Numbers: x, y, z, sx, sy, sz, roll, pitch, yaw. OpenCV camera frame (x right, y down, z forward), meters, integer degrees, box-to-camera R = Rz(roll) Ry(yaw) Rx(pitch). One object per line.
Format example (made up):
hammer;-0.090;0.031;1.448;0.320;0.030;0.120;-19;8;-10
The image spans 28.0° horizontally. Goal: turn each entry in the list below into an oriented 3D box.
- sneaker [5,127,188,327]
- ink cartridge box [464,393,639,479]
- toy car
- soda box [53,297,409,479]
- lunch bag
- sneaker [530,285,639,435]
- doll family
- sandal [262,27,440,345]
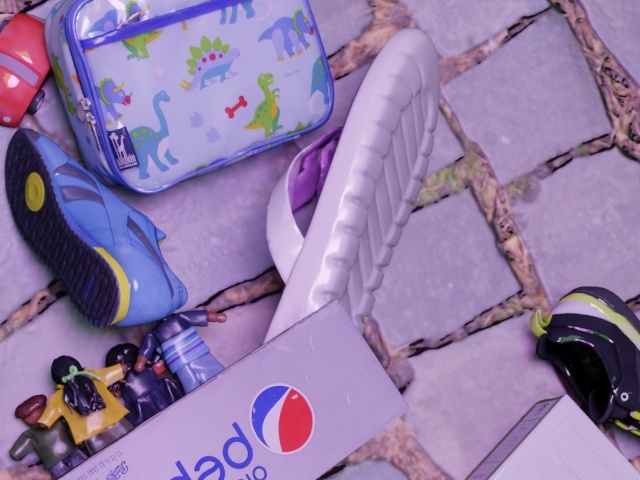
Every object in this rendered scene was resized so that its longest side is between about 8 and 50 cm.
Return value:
sneaker;-0.180;-0.011;1.018;0.082;0.069;0.209;-8;47;-43
ink cartridge box;0.169;0.241;1.088;0.209;0.062;0.109;-43;92;-22
toy car;-0.224;-0.238;1.085;0.239;0.053;0.225;-28;87;-22
soda box;-0.082;0.154;0.854;0.286;0.091;0.098;-32;88;-32
lunch bag;-0.106;-0.146;1.052;0.219;0.090;0.176;-21;105;-26
sneaker;0.275;0.146;1.132;0.235;0.084;0.097;45;51;9
doll family;-0.155;0.117;1.011;0.193;0.076;0.111;-31;83;-27
sandal;-0.003;-0.007;1.064;0.102;0.169;0.416;14;68;19
